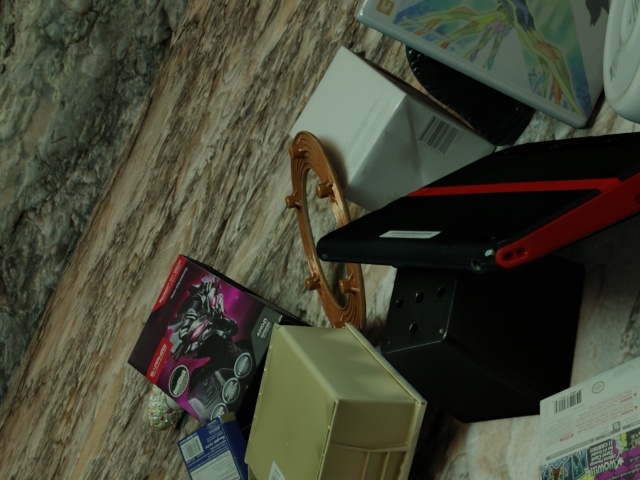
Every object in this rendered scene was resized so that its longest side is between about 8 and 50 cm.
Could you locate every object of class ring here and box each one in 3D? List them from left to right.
[{"bbox_3d":[0.000,0.000,1.649,0.336,0.032,0.337,167,90,-78],"label":"ring"}]

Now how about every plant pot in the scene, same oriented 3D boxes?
[{"bbox_3d":[0.183,0.099,1.303,0.188,0.167,0.187,-20,50,54],"label":"plant pot"}]

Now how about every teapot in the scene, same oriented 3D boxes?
[{"bbox_3d":[0.419,-0.228,1.148,0.252,0.187,0.256,33,-114,-89],"label":"teapot"}]

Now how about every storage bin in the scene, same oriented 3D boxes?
[{"bbox_3d":[0.007,0.275,1.456,0.262,0.123,0.260,-138,57,-63],"label":"storage bin"}]

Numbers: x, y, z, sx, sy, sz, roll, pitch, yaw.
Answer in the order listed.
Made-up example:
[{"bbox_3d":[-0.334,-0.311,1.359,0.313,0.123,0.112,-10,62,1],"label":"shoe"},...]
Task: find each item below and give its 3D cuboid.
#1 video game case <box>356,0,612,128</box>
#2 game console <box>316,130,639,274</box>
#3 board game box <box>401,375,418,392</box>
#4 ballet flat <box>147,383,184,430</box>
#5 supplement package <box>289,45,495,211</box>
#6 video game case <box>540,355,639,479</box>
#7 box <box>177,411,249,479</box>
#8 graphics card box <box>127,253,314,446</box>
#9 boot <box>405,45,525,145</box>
[{"bbox_3d":[0.255,-0.348,1.397,0.036,0.329,0.300,-171,106,-84],"label":"video game case"},{"bbox_3d":[0.218,-0.039,1.244,0.342,0.060,0.386,-27,13,-25],"label":"game console"},{"bbox_3d":[0.137,0.173,1.448,0.169,0.033,0.133,114,173,-63],"label":"board game box"},{"bbox_3d":[-0.265,0.252,2.089,0.077,0.091,0.241,3,71,51],"label":"ballet flat"},{"bbox_3d":[0.100,-0.156,1.669,0.175,0.177,0.293,-59,27,12],"label":"supplement package"},{"bbox_3d":[0.317,0.222,1.085,0.232,0.041,0.210,-37,37,43],"label":"video game case"},{"bbox_3d":[-0.144,0.398,1.706,0.136,0.036,0.225,-37,69,43],"label":"box"},{"bbox_3d":[-0.183,0.187,1.902,0.371,0.094,0.233,26,90,50],"label":"graphics card box"},{"bbox_3d":[0.177,-0.257,1.551,0.094,0.246,0.207,-43,33,10],"label":"boot"}]
